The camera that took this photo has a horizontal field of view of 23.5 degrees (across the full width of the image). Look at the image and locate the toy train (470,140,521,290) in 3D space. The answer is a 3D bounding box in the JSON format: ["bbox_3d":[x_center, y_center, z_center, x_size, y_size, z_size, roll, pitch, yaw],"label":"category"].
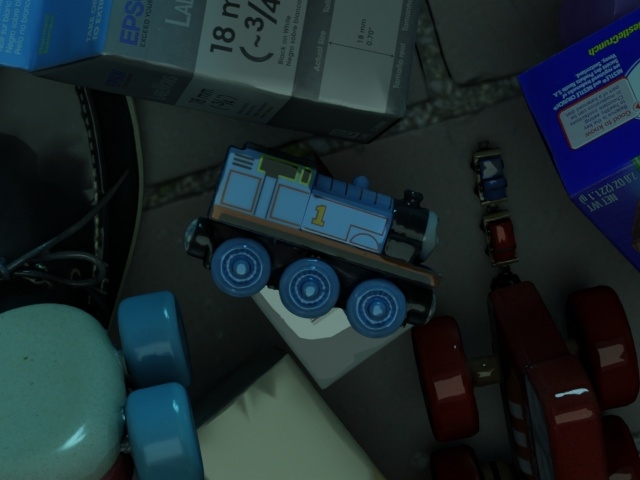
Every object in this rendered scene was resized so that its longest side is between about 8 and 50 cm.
[{"bbox_3d":[0.148,-0.004,1.276,0.027,0.036,0.158,-11,103,0],"label":"toy train"}]

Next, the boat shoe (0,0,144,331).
[{"bbox_3d":[-0.244,0.033,1.208,0.186,0.156,0.500,7,101,-3],"label":"boat shoe"}]

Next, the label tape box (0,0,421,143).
[{"bbox_3d":[-0.091,-0.224,1.129,0.333,0.106,0.241,10,82,-11],"label":"label tape box"}]

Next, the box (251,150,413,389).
[{"bbox_3d":[-0.002,0.018,1.205,0.091,0.170,0.130,-36,102,7],"label":"box"}]

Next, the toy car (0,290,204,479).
[{"bbox_3d":[-0.182,0.187,1.091,0.219,0.210,0.238,-12,124,-2],"label":"toy car"}]

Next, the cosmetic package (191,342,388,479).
[{"bbox_3d":[0.021,0.236,1.208,0.113,0.160,0.309,-38,95,-5],"label":"cosmetic package"}]

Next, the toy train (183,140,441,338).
[{"bbox_3d":[0.000,0.000,1.076,0.184,0.080,0.105,17,95,-5],"label":"toy train"}]

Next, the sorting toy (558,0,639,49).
[{"bbox_3d":[0.246,-0.302,1.146,0.126,0.127,0.366,7,78,-28],"label":"sorting toy"}]

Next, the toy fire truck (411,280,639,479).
[{"bbox_3d":[0.180,0.190,1.201,0.169,0.254,0.302,-10,115,0],"label":"toy fire truck"}]

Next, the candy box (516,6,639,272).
[{"bbox_3d":[0.335,-0.069,1.114,0.268,0.122,0.317,-29,145,19],"label":"candy box"}]
